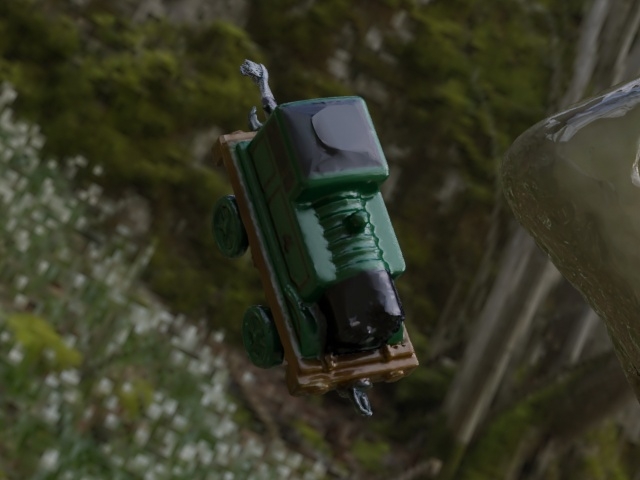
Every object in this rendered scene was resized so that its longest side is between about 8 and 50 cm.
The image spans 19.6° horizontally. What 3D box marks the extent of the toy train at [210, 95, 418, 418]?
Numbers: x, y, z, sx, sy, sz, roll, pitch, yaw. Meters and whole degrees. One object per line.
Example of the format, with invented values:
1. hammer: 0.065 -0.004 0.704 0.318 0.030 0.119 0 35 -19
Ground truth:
1. toy train: 0.000 0.000 1.188 0.091 0.227 0.136 -8 -25 -25

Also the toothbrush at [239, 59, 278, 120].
1. toothbrush: -0.053 -0.139 1.944 0.026 0.024 0.288 31 15 -21

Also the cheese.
1. cheese: 0.353 -0.005 1.387 0.351 0.328 0.129 56 -8 0
